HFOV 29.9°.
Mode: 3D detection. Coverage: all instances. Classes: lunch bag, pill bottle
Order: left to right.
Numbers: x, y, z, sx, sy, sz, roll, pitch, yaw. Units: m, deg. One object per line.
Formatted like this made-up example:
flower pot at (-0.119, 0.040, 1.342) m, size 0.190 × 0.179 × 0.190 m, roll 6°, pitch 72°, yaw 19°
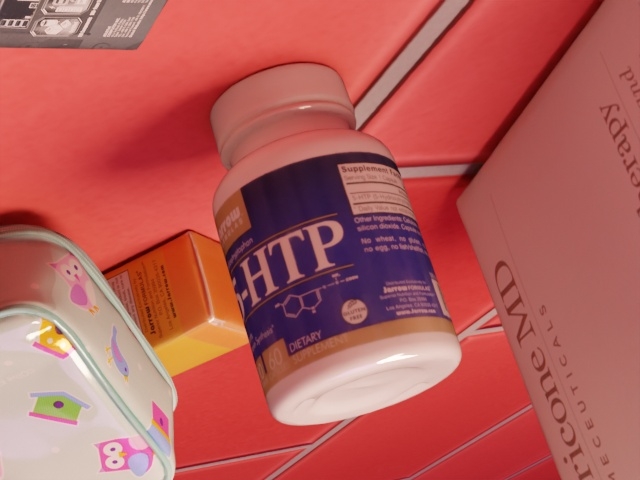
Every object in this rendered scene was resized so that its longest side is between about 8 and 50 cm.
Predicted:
lunch bag at (-0.247, 0.122, 0.796) m, size 0.279 × 0.108 × 0.224 m, roll -21°, pitch 131°, yaw 11°
pill bottle at (0.000, 0.000, 0.683) m, size 0.112 × 0.187 × 0.112 m, roll -16°, pitch 159°, yaw -6°

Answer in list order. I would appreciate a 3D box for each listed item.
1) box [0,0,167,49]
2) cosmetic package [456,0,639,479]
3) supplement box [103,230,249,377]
box at (-0.113, -0.149, 0.396) m, size 0.183 × 0.059 × 0.233 m, roll -5°, pitch 157°, yaw -31°
cosmetic package at (0.344, -0.001, 0.761) m, size 0.327 × 0.329 × 0.394 m, roll -10°, pitch 157°, yaw -21°
supplement box at (-0.165, 0.078, 0.906) m, size 0.233 × 0.080 × 0.078 m, roll -27°, pitch 157°, yaw 18°
